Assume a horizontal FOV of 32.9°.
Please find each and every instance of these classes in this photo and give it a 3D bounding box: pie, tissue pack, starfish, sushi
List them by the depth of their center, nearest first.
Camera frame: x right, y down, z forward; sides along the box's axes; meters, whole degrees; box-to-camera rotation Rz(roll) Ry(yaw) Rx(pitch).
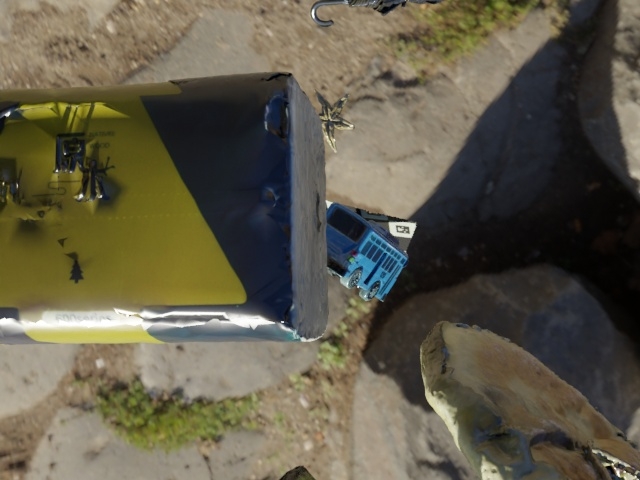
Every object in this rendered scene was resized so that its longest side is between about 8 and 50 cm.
[{"bbox_3d":[-0.210,-0.022,1.145,0.417,0.253,0.264,-1,86,9],"label":"tissue pack"},{"bbox_3d":[0.241,0.206,1.185,0.337,0.337,0.075,24,110,-33],"label":"pie"},{"bbox_3d":[0.010,-0.170,1.542,0.092,0.016,0.086,5,90,-30],"label":"starfish"},{"bbox_3d":[0.000,0.000,1.754,0.280,0.043,0.192,15,149,1],"label":"sushi"}]

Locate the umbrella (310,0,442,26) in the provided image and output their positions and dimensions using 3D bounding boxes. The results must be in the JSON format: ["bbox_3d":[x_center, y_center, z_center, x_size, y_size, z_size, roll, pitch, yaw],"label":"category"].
[{"bbox_3d":[0.065,-0.150,0.653,0.149,0.022,0.022,-9,132,14],"label":"umbrella"}]

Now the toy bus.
[{"bbox_3d":[0.057,0.019,1.604,0.106,0.090,0.185,-57,154,0],"label":"toy bus"}]

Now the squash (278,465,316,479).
[{"bbox_3d":[-0.039,0.288,0.837,0.133,0.220,0.220,35,103,4],"label":"squash"}]
